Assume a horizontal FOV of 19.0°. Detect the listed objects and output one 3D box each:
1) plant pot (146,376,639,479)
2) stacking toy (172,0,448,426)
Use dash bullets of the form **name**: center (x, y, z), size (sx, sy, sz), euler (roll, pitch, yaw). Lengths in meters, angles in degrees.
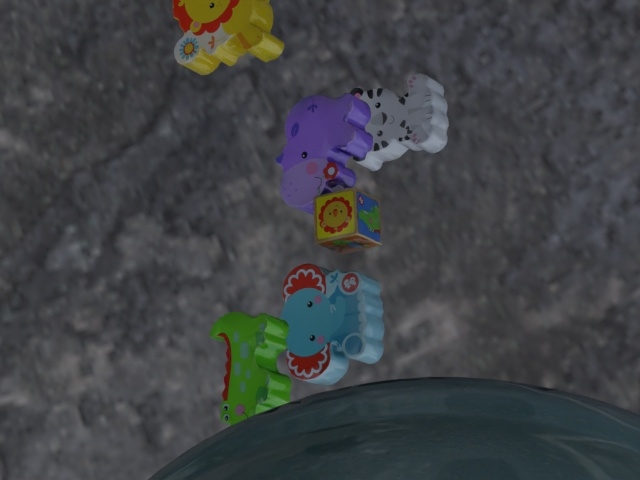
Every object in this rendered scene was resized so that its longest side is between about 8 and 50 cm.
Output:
- **plant pot**: center (0.029, 0.196, 0.487), size (0.293, 0.196, 0.293), euler (1, 97, 7)
- **stacking toy**: center (0.000, 0.000, 0.852), size (0.052, 0.221, 0.167), euler (-13, 159, 29)
